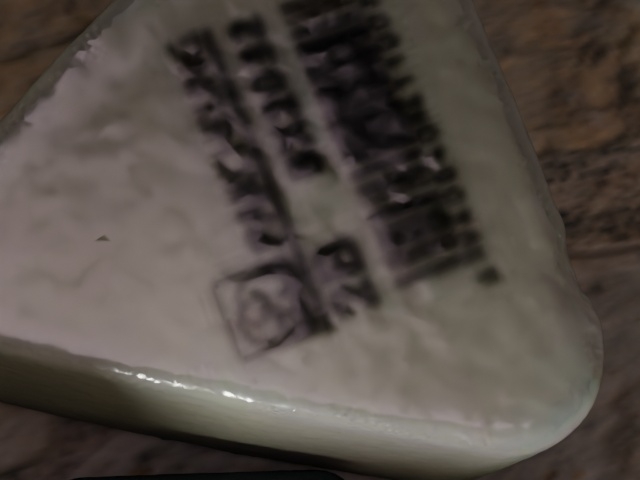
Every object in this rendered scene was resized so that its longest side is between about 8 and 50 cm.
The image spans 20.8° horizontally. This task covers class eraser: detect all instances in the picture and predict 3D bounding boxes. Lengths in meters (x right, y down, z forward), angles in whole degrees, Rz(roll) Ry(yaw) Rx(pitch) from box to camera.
[{"bbox_3d":[0.000,0.000,0.882,0.331,0.150,0.331,4,76,-14],"label":"eraser"}]

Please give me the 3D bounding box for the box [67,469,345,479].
[{"bbox_3d":[-0.052,0.229,0.854,0.160,0.050,0.230,-1,76,-10],"label":"box"}]
